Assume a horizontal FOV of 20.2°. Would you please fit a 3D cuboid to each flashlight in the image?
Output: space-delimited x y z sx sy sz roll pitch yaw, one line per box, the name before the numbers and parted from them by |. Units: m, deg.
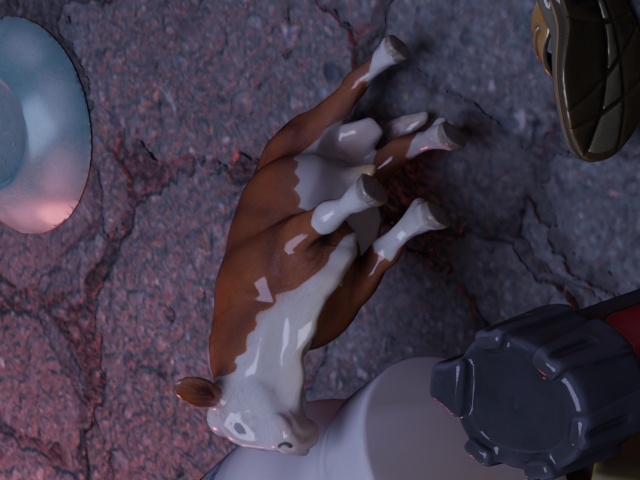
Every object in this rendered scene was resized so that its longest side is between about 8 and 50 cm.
flashlight | 0.201 0.059 0.977 0.103 0.304 0.103 -45 70 39

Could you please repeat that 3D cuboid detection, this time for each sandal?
sandal | 0.159 -0.138 1.140 0.049 0.072 0.180 -18 85 59

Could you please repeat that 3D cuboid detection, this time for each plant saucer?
plant saucer | -0.278 -0.099 1.578 0.195 0.037 0.195 11 106 41

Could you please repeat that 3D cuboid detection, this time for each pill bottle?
pill bottle | -0.014 0.257 1.277 0.408 0.229 0.229 -45 69 39

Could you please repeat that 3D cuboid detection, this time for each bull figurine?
bull figurine | 0.000 0.000 1.193 0.101 0.310 0.188 37 122 -22

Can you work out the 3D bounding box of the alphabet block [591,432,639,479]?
alphabet block | 0.241 0.202 0.992 0.197 0.193 0.192 7 102 10
